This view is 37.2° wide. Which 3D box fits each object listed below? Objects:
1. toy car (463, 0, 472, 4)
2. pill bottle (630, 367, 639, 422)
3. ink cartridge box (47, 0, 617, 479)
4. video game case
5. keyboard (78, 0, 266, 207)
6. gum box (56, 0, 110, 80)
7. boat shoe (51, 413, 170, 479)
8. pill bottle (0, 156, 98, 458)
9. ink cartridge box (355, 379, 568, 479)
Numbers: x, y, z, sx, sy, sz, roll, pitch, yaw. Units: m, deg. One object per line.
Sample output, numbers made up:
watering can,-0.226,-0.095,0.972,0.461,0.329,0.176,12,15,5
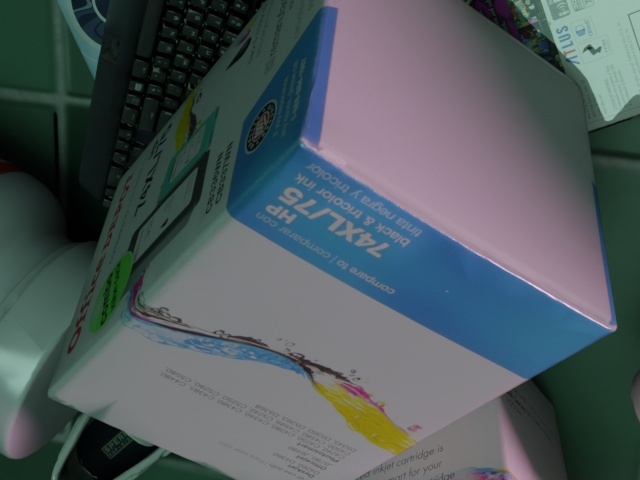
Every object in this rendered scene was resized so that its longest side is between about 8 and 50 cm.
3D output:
toy car,0.102,-0.266,0.556,0.239,0.053,0.225,-24,98,23
pill bottle,0.339,0.019,0.544,0.176,0.176,0.318,32,113,7
ink cartridge box,0.000,0.000,0.577,0.197,0.198,0.270,29,133,-22
video game case,0.119,-0.173,0.633,0.210,0.042,0.232,-18,100,23
keyboard,-0.053,-0.098,0.649,0.201,0.033,0.317,17,139,-9
gum box,-0.119,-0.195,0.708,0.157,0.041,0.184,-22,99,22
boat shoe,-0.134,0.137,0.791,0.095,0.084,0.258,40,115,4
pill bottle,-0.336,0.004,0.752,0.363,0.210,0.210,30,113,7
ink cartridge box,0.063,0.201,0.652,0.207,0.353,0.119,-26,127,25
